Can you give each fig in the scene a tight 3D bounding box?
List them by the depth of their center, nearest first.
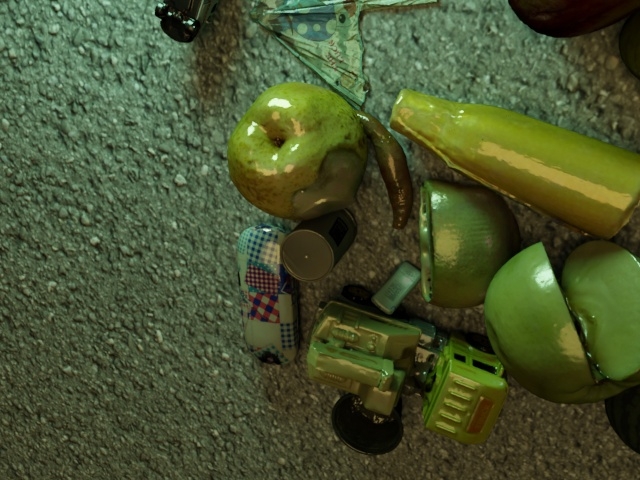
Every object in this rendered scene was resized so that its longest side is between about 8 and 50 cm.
[{"bbox_3d":[0.400,-0.421,0.876,0.263,0.224,0.223,6,109,12],"label":"fig"},{"bbox_3d":[0.552,-0.276,0.946,0.124,0.124,0.236,-6,129,19],"label":"fig"}]

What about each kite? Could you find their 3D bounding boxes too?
[{"bbox_3d":[0.033,-0.441,1.087,0.369,0.014,0.405,1,108,18],"label":"kite"}]

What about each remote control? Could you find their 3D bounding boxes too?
[{"bbox_3d":[0.156,0.094,1.175,0.053,0.124,0.017,38,151,13],"label":"remote control"}]

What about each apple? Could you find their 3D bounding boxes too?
[{"bbox_3d":[0.434,0.137,1.001,0.292,0.254,0.291,-4,144,-3],"label":"apple"},{"bbox_3d":[0.286,0.020,1.110,0.194,0.120,0.264,-1,110,6],"label":"apple"}]

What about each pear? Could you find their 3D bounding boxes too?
[{"bbox_3d":[-0.045,-0.162,1.069,0.272,0.271,0.270,5,109,16],"label":"pear"}]

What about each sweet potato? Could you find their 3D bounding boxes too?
[{"bbox_3d":[0.133,-0.146,1.132,0.078,0.058,0.255,-18,98,40],"label":"sweet potato"}]

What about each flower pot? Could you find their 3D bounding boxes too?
[{"bbox_3d":[0.114,0.374,1.285,0.158,0.107,0.157,7,112,18],"label":"flower pot"}]

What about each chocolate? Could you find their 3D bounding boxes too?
[{"bbox_3d":[0.334,-0.150,1.031,0.446,0.162,0.162,25,113,13],"label":"chocolate"}]

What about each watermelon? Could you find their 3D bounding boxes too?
[{"bbox_3d":[0.620,0.293,1.045,0.212,0.212,0.212,5,109,16],"label":"watermelon"}]

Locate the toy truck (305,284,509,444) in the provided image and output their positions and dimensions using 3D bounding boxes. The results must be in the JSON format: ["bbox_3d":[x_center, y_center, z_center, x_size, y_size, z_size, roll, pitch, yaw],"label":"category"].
[{"bbox_3d":[0.163,0.247,1.153,0.406,0.254,0.180,21,108,7],"label":"toy truck"}]

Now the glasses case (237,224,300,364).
[{"bbox_3d":[-0.112,0.124,1.287,0.125,0.076,0.327,3,109,15],"label":"glasses case"}]

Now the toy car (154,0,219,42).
[{"bbox_3d":[-0.233,-0.483,1.110,0.090,0.108,0.209,29,118,4],"label":"toy car"}]

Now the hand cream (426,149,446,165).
[{"bbox_3d":[0.218,-0.178,1.115,0.102,0.022,0.035,44,115,6],"label":"hand cream"}]

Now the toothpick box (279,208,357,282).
[{"bbox_3d":[0.000,0.000,1.154,0.111,0.180,0.111,6,111,16],"label":"toothpick box"}]
